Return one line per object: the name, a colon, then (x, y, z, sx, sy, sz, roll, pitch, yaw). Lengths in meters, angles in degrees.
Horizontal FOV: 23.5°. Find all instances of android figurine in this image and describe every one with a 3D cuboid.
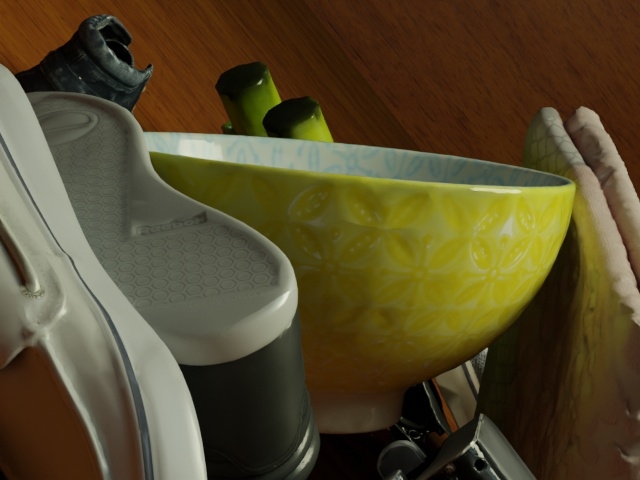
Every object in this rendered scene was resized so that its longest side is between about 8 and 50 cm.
android figurine: (0.000, 0.000, 1.174, 0.248, 0.056, 0.273, 41, -23, 51)

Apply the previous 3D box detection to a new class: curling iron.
curling iron: (0.044, 0.148, 1.108, 0.068, 0.035, 0.274, 14, -23, 39)

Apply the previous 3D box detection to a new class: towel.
towel: (0.147, 0.118, 0.988, 0.317, 0.053, 0.332, -91, -172, -61)

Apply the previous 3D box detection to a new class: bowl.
bowl: (-0.002, 0.025, 0.914, 0.289, 0.289, 0.156, -40, 136, -80)

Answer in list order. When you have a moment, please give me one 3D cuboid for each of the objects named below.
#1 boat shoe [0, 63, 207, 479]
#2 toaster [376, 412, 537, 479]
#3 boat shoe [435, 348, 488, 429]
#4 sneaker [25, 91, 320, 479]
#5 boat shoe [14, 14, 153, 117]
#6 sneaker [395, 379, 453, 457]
boat shoe: (-0.133, 0.029, 0.613, 0.088, 0.096, 0.267, -2, 56, -43)
toaster: (0.055, 0.189, 0.677, 0.186, 0.168, 0.110, 52, 10, -1)
boat shoe: (0.178, 0.105, 1.315, 0.127, 0.158, 0.340, -105, 172, -74)
sneaker: (-0.101, 0.031, 0.755, 0.296, 0.104, 0.147, 36, -36, 47)
boat shoe: (-0.139, -0.097, 0.997, 0.065, 0.083, 0.183, 54, 10, 2)
sneaker: (0.064, 0.112, 1.291, 0.170, 0.051, 0.089, 58, 6, 4)
